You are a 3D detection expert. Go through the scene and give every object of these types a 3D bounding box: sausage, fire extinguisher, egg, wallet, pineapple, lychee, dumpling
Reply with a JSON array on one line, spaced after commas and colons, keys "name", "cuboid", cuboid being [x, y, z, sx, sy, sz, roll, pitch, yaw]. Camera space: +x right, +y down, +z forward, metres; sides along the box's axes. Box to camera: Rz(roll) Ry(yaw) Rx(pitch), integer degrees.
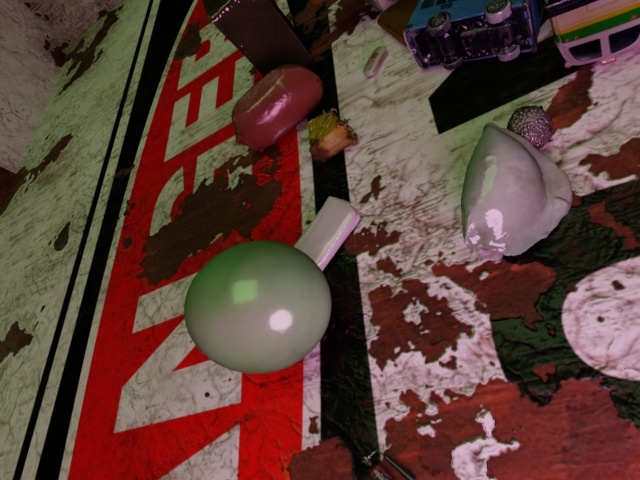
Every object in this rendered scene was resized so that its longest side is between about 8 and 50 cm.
[{"name": "sausage", "cuboid": [-0.115, -0.328, 1.101, 0.254, 0.148, 0.148, -44, 46, 10]}, {"name": "fire extinguisher", "cuboid": [0.096, 0.321, 0.614, 0.100, 0.032, 0.046, 41, 102, 38]}, {"name": "egg", "cuboid": [-0.109, 0.113, 0.763, 0.269, 0.220, 0.221, -18, 54, 31]}, {"name": "wallet", "cuboid": [0.000, 0.000, 0.881, 0.190, 0.033, 0.095, -53, 48, -1]}, {"name": "wallet", "cuboid": [0.241, -0.538, 1.030, 0.195, 0.042, 0.161, -39, 43, 14]}, {"name": "pineapple", "cuboid": [0.015, -0.228, 0.997, 0.137, 0.069, 0.116, 30, 89, 53]}, {"name": "lychee", "cuboid": [0.336, -0.181, 0.723, 0.083, 0.068, 0.067, -65, 6, -9]}, {"name": "dumpling", "cuboid": [0.285, -0.079, 0.681, 0.104, 0.149, 0.217, 154, 128, -63]}]

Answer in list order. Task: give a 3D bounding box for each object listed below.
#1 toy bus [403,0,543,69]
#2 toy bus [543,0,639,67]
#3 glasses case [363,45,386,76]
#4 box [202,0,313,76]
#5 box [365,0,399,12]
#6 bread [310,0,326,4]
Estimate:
[{"name": "toy bus", "cuboid": [0.293, -0.422, 0.867, 0.233, 0.116, 0.134, 6, 67, 37]}, {"name": "toy bus", "cuboid": [0.440, -0.446, 0.725, 0.143, 0.179, 0.306, -11, 58, 34]}, {"name": "glasses case", "cuboid": [0.127, -0.419, 1.050, 0.032, 0.021, 0.083, 18, 75, 40]}, {"name": "box", "cuboid": [-0.163, -0.565, 1.182, 0.143, 0.273, 0.184, -36, 48, 14]}, {"name": "box", "cuboid": [0.232, -0.736, 1.119, 0.330, 0.095, 0.210, -40, 46, 12]}, {"name": "bread", "cuboid": [0.118, -0.688, 1.039, 0.380, 0.109, 0.186, -1, 65, 38]}]
